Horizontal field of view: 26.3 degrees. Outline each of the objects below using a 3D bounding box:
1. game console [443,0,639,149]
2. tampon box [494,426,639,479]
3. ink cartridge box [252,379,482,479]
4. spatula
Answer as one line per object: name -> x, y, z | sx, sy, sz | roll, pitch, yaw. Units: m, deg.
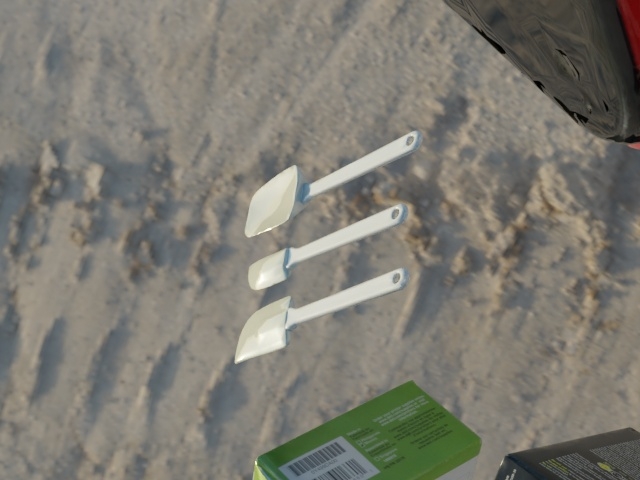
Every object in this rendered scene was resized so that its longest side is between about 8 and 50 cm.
game console -> -0.005, -0.224, 0.443 | 0.060, 0.342, 0.386 | -33, 43, -3
tampon box -> 0.191, 0.211, 0.946 | 0.101, 0.161, 0.120 | 32, 111, 38
ink cartridge box -> 0.028, 0.279, 1.241 | 0.097, 0.189, 0.255 | 40, 136, 35
spatula -> 0.000, 0.000, 1.140 | 0.242, 0.019, 0.168 | -25, 49, 51
